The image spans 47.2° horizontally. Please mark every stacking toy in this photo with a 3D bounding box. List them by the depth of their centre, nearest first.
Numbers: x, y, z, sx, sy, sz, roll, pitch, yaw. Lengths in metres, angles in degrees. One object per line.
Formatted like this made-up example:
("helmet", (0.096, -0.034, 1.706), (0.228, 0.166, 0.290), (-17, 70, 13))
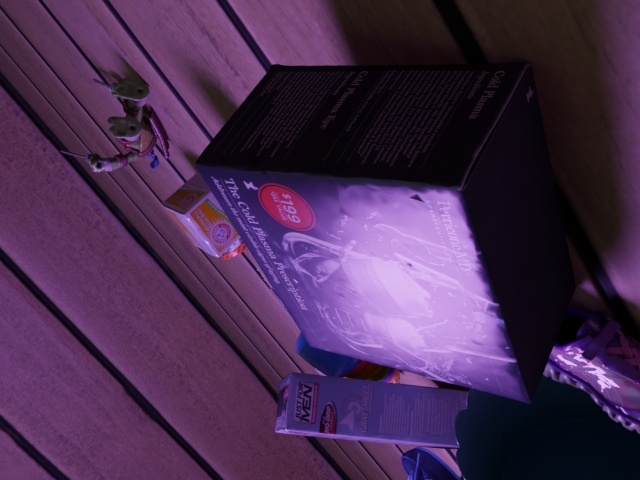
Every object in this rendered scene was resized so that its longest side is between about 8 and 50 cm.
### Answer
("stacking toy", (0.102, 0.260, 1.606), (0.166, 0.175, 0.302), (27, 166, 44))

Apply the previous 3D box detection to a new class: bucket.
("bucket", (0.330, 0.302, 0.973), (0.281, 0.281, 0.183), (27, 157, 46))

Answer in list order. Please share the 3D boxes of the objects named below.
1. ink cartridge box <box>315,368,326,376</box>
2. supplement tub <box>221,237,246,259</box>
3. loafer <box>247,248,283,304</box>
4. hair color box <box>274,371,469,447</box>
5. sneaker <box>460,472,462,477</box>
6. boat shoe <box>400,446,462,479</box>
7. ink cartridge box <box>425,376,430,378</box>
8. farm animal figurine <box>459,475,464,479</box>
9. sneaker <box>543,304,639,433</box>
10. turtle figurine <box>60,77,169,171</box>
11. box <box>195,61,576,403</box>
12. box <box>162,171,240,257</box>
("ink cartridge box", (0.065, 0.347, 1.937), (0.208, 0.087, 0.153), (46, 162, 2))
("supplement tub", (-0.251, -0.054, 1.736), (0.190, 0.117, 0.117), (54, 161, -22))
("loafer", (-0.074, 0.082, 1.676), (0.268, 0.102, 0.092), (55, 164, 2))
("hair color box", (0.107, 0.344, 1.460), (0.375, 0.113, 0.185), (7, 163, -8))
("sneaker", (0.448, 0.525, 1.452), (0.146, 0.122, 0.330), (37, 170, -38))
("boat shoe", (0.214, 0.471, 1.380), (0.258, 0.089, 0.109), (16, 130, 66))
("ink cartridge box", (0.213, 0.207, 1.350), (0.099, 0.056, 0.135), (50, 163, -8))
("farm animal figurine", (0.382, 0.412, 1.268), (0.330, 0.172, 0.326), (35, 149, 53))
("sneaker", (0.346, 0.141, 0.862), (0.236, 0.095, 0.104), (26, 146, 49))
("turtle figurine", (-0.482, -0.266, 1.676), (0.275, 0.198, 0.266), (44, 159, -4))
("box", (0.089, -0.012, 0.828), (0.312, 0.179, 0.343), (8, 142, 35))
("box", (-0.167, -0.083, 1.340), (0.103, 0.203, 0.114), (21, 150, 53))
